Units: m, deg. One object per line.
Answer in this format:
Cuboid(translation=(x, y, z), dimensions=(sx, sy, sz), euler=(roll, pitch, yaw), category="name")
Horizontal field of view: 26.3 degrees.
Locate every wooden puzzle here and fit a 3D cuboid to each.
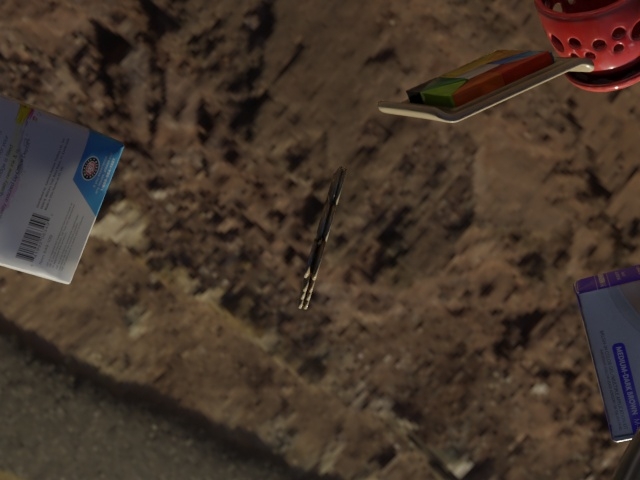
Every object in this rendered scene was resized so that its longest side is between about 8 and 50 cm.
Cuboid(translation=(0.218, -0.216, 1.859), dimensions=(0.238, 0.221, 0.044), euler=(-20, 104, -15), category="wooden puzzle")

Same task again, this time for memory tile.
Cuboid(translation=(0.000, 0.000, 1.286), dimensions=(0.148, 0.012, 0.113), euler=(107, -1, -73), category="memory tile")

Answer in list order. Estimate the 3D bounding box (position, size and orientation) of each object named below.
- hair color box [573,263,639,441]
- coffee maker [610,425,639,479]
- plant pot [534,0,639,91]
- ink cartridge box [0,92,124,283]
Cuboid(translation=(0.482, 0.102, 1.588), dimensions=(0.338, 0.185, 0.110), euler=(-14, -175, 9), category="hair color box")
Cuboid(translation=(0.329, 0.162, 1.079), dimensions=(0.171, 0.120, 0.178), euler=(22, 96, -12), category="coffee maker")
Cuboid(translation=(0.451, -0.344, 2.159), dimensions=(0.191, 0.191, 0.174), euler=(-39, 127, -12), category="plant pot")
Cuboid(translation=(-0.431, -0.091, 1.699), dimensions=(0.270, 0.197, 0.198), euler=(21, 91, -48), category="ink cartridge box")
